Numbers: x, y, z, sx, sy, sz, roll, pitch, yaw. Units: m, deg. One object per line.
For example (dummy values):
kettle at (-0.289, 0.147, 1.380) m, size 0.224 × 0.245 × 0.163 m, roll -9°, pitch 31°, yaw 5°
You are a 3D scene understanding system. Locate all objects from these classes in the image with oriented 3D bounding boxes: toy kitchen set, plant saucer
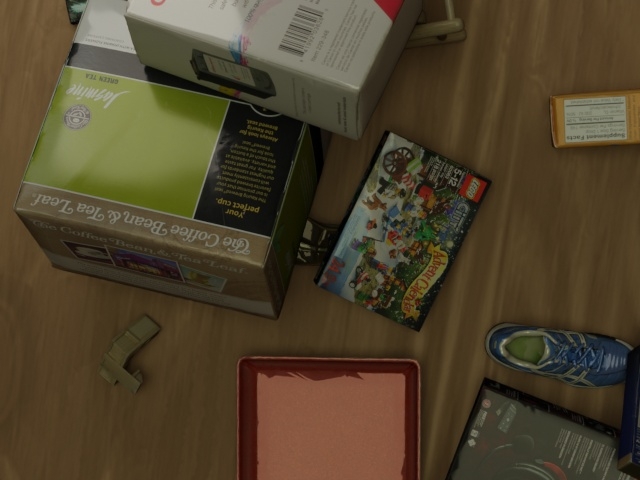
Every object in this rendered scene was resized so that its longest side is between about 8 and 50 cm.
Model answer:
toy kitchen set at (-0.262, 0.168, 1.968) m, size 0.068 × 0.075 × 0.083 m, roll 41°, pitch 136°, yaw 8°
plant saucer at (0.013, 0.289, 1.924) m, size 0.259 × 0.048 × 0.259 m, roll 0°, pitch 92°, yaw 8°

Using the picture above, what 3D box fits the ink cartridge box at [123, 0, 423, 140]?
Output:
ink cartridge box at (-0.049, -0.284, 1.685) m, size 0.306 × 0.131 × 0.226 m, roll 20°, pitch 67°, yaw 13°

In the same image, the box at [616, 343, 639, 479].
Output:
box at (0.459, 0.227, 1.796) m, size 0.136 × 0.036 × 0.225 m, roll 27°, pitch 50°, yaw -11°

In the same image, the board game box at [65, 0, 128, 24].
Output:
board game box at (-0.276, -0.385, 1.960) m, size 0.186 × 0.026 × 0.126 m, roll -9°, pitch 90°, yaw 8°

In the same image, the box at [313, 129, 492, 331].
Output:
box at (0.112, -0.013, 1.884) m, size 0.159 × 0.044 × 0.233 m, roll 24°, pitch 95°, yaw -8°

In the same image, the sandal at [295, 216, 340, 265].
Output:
sandal at (0.000, 0.000, 1.923) m, size 0.180 × 0.049 × 0.072 m, roll 7°, pitch 98°, yaw -7°

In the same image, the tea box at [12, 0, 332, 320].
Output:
tea box at (-0.178, -0.106, 1.807) m, size 0.329 × 0.220 × 0.323 m, roll 14°, pitch 70°, yaw 8°

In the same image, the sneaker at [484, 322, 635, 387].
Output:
sneaker at (0.327, 0.159, 1.859) m, size 0.211 × 0.081 × 0.080 m, roll 6°, pitch 90°, yaw 5°

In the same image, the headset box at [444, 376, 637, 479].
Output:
headset box at (0.318, 0.339, 1.849) m, size 0.293 × 0.110 × 0.218 m, roll 22°, pitch 94°, yaw 7°

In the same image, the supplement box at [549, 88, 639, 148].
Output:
supplement box at (0.424, -0.165, 1.841) m, size 0.234 × 0.078 × 0.080 m, roll 0°, pitch 94°, yaw 9°

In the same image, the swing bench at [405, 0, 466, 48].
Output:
swing bench at (0.052, -0.377, 1.845) m, size 0.255 × 0.165 × 0.253 m, roll -8°, pitch 91°, yaw 8°
